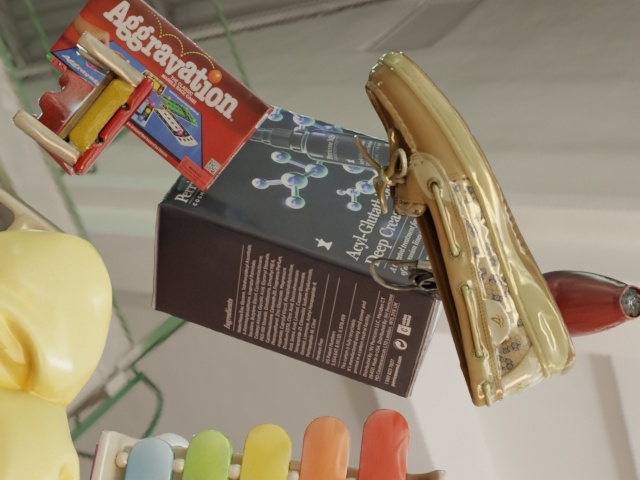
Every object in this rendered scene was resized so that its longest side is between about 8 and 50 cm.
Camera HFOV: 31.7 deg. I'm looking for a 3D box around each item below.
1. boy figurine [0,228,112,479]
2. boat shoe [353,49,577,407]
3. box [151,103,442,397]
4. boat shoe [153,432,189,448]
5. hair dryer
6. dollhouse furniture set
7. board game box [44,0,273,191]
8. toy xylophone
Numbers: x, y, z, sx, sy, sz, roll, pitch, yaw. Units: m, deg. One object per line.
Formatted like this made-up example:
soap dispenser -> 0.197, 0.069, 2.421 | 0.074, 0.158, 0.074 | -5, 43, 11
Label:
boy figurine -> -0.174, 0.133, 0.570 | 0.092, 0.285, 0.177 | 13, 2, -14
boat shoe -> 0.098, -0.009, 0.868 | 0.285, 0.089, 0.104 | 62, 1, 0
box -> 0.000, 0.000, 1.620 | 0.396, 0.293, 0.212 | 18, -48, 9
boat shoe -> -0.163, 0.314, 1.306 | 0.070, 0.078, 0.219 | 50, -26, 46
hair dryer -> 0.220, 0.068, 1.272 | 0.294, 0.224, 0.080 | 2, -94, 26
dollhouse furniture set -> -0.269, 0.012, 1.015 | 0.152, 0.374, 0.201 | 40, -6, -11
board game box -> -0.215, -0.209, 1.496 | 0.281, 0.145, 0.027 | 40, 4, 4
toy xylophone -> -0.044, 0.269, 0.960 | 0.323, 0.236, 0.081 | -3, -18, 6
